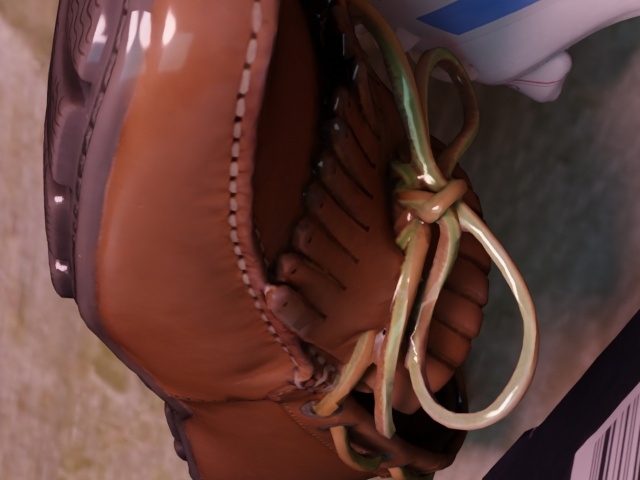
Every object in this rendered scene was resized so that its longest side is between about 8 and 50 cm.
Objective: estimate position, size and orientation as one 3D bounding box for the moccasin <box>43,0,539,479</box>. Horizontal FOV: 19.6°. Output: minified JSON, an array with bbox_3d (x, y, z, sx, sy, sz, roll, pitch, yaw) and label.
[{"bbox_3d":[0.000,0.003,0.610,0.147,0.139,0.380,1,150,8],"label":"moccasin"}]

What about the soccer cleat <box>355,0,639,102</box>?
[{"bbox_3d":[0.017,-0.109,0.623,0.331,0.116,0.143,6,129,21],"label":"soccer cleat"}]

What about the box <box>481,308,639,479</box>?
[{"bbox_3d":[0.277,0.147,0.591,0.395,0.212,0.293,30,127,-6],"label":"box"}]
